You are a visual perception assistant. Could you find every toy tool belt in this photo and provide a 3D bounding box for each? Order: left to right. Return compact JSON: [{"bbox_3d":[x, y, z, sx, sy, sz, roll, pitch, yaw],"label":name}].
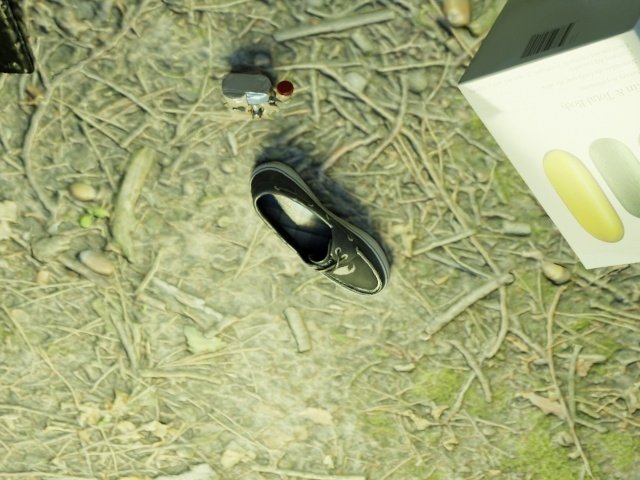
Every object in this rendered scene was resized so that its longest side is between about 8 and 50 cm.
[{"bbox_3d":[-0.070,-0.162,1.188,0.083,0.052,0.051,4,154,4],"label":"toy tool belt"}]

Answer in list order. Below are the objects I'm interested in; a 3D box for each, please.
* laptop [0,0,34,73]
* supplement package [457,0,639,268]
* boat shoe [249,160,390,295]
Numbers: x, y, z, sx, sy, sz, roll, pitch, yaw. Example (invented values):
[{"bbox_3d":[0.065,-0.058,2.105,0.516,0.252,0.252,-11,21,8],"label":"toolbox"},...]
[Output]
[{"bbox_3d":[-0.443,-0.314,1.127,0.234,0.136,0.264,2,149,3],"label":"laptop"},{"bbox_3d":[0.314,-0.139,1.046,0.199,0.198,0.263,-11,127,47],"label":"supplement package"},{"bbox_3d":[0.000,0.000,1.266,0.080,0.076,0.228,-32,115,22],"label":"boat shoe"}]
